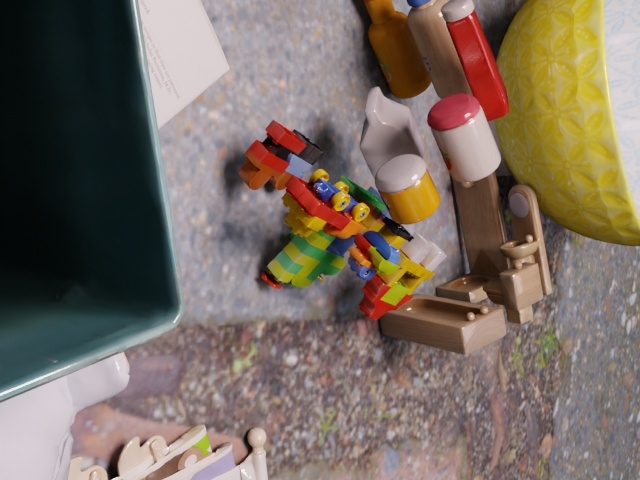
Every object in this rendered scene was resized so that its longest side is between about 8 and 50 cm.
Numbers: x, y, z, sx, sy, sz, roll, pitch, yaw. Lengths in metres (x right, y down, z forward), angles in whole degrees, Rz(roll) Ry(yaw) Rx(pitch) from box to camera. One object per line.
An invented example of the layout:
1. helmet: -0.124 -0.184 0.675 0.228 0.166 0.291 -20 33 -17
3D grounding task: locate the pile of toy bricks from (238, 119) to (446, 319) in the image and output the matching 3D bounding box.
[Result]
1. pile of toy bricks: 0.000 0.000 0.688 0.105 0.118 0.212 -48 150 10

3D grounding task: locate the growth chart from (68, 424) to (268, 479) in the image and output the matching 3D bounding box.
1. growth chart: -0.113 0.216 0.622 0.237 0.021 0.172 -5 98 -49

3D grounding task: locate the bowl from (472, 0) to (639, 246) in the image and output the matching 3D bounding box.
1. bowl: 0.242 -0.131 0.876 0.289 0.156 0.290 14 73 -58

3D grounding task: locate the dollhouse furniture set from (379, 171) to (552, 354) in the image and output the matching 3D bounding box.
1. dollhouse furniture set: 0.129 0.010 0.807 0.151 0.144 0.123 -20 104 -31

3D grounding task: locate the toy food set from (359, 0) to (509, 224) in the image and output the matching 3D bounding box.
1. toy food set: 0.078 -0.125 0.684 0.105 0.111 0.232 61 25 -31

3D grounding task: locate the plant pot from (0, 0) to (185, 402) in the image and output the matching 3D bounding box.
1. plant pot: -0.199 -0.034 0.334 0.165 0.234 0.166 -21 108 -46

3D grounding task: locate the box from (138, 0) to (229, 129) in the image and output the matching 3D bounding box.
1. box: -0.129 -0.119 0.507 0.087 0.101 0.102 -49 129 -34

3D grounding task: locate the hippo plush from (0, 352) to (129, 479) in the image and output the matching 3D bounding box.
1. hippo plush: -0.214 0.134 0.373 0.234 0.294 0.237 9 55 -9
